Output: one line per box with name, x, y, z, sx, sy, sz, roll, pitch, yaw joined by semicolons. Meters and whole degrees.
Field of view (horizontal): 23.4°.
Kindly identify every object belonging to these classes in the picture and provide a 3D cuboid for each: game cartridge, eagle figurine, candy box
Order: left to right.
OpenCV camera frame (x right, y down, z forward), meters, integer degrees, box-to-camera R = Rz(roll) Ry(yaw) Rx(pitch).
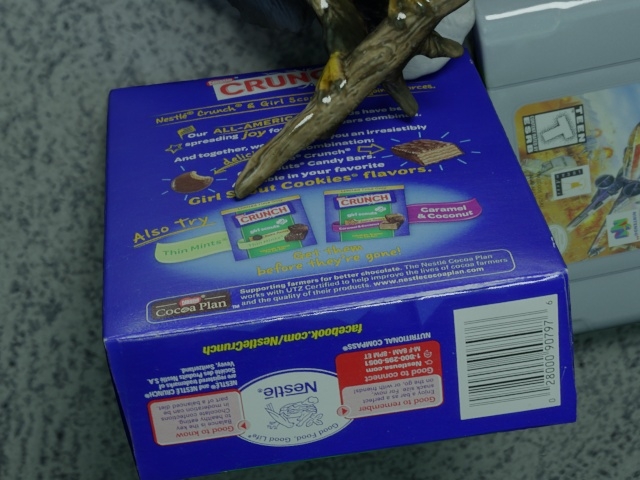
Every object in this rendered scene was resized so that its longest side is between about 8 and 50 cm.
eagle figurine;-0.031;-0.218;0.966;0.226;0.298;0.225;-27;160;-25
candy box;0.000;0.000;1.009;0.268;0.317;0.122;-8;123;-2
game cartridge;0.224;-0.064;1.153;0.198;0.062;0.297;-10;121;4
